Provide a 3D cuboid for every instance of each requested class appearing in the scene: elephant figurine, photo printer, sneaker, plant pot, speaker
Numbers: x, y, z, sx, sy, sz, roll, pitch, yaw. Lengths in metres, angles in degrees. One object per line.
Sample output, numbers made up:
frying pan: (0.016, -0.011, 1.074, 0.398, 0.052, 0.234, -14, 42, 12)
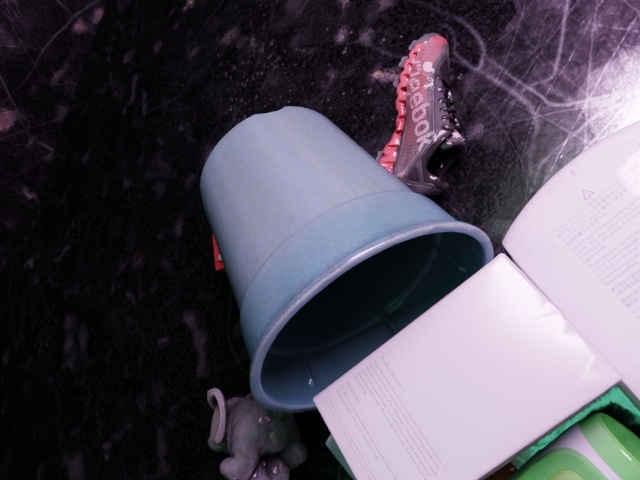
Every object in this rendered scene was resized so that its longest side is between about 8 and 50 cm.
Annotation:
elephant figurine: (-0.146, 0.339, 0.878, 0.186, 0.169, 0.239, -48, 34, -14)
photo printer: (0.388, 0.024, 0.546, 0.256, 0.107, 0.307, -46, 56, 21)
sneaker: (0.179, -0.194, 0.759, 0.135, 0.098, 0.276, 14, 91, 39)
plant pot: (0.000, 0.000, 0.680, 0.341, 0.341, 0.334, -49, 51, 20)
speaker: (0.268, 0.345, 0.562, 0.296, 0.131, 0.131, -54, 54, 16)

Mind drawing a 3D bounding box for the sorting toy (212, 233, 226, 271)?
sorting toy: (-0.127, -0.066, 0.973, 0.257, 0.089, 0.255, -21, 68, 33)

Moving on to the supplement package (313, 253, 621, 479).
supplement package: (0.177, 0.191, 0.592, 0.293, 0.175, 0.177, -39, 58, 8)

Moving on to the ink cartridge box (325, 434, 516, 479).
ink cartridge box: (0.136, 0.318, 0.703, 0.225, 0.056, 0.181, 41, 98, 38)
